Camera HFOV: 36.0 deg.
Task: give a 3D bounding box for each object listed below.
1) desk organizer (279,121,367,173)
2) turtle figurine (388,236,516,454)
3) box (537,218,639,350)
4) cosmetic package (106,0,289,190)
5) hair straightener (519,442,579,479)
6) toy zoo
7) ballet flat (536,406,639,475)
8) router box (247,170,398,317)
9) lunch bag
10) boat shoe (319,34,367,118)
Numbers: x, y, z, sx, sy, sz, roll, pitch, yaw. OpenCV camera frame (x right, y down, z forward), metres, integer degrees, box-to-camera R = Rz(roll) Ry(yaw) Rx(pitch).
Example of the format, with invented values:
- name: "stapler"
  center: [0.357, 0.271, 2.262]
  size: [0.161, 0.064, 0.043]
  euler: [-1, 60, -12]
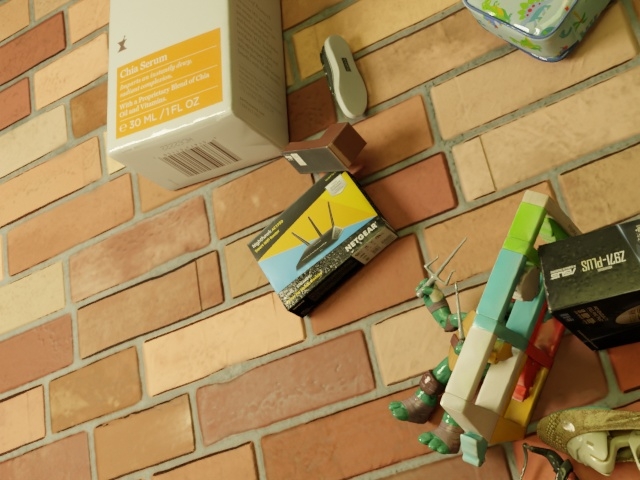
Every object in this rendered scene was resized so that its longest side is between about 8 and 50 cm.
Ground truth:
- name: "desk organizer"
  center: [0.003, -0.128, 1.367]
  size: [0.050, 0.047, 0.130]
  euler: [-53, 25, -19]
- name: "turtle figurine"
  center: [0.169, 0.124, 1.164]
  size: [0.175, 0.118, 0.234]
  euler: [-127, 58, -74]
- name: "box"
  center: [0.335, 0.050, 1.061]
  size: [0.147, 0.180, 0.077]
  euler: [-16, 63, 24]
- name: "cosmetic package"
  center: [-0.192, -0.331, 1.527]
  size: [0.230, 0.161, 0.453]
  euler: [-16, 64, 25]
- name: "hair straightener"
  center: [0.274, 0.327, 1.073]
  size: [0.089, 0.047, 0.230]
  euler: [-38, 61, 15]
- name: "toy zoo"
  center: [0.219, 0.111, 1.100]
  size: [0.030, 0.192, 0.293]
  euler: [18, 83, 35]
- name: "ballet flat"
  center: [0.331, 0.219, 1.062]
  size: [0.206, 0.073, 0.067]
  euler: [-10, 36, 29]
- name: "router box"
  center: [0.000, 0.000, 1.358]
  size: [0.179, 0.046, 0.133]
  euler: [-41, 55, 10]
- name: "lunch bag"
  center: [0.302, -0.357, 1.286]
  size: [0.176, 0.090, 0.219]
  euler: [36, 93, 34]
- name: "boat shoe"
  center: [0.031, -0.233, 1.432]
  size: [0.040, 0.049, 0.142]
  euler: [-46, 50, 50]
